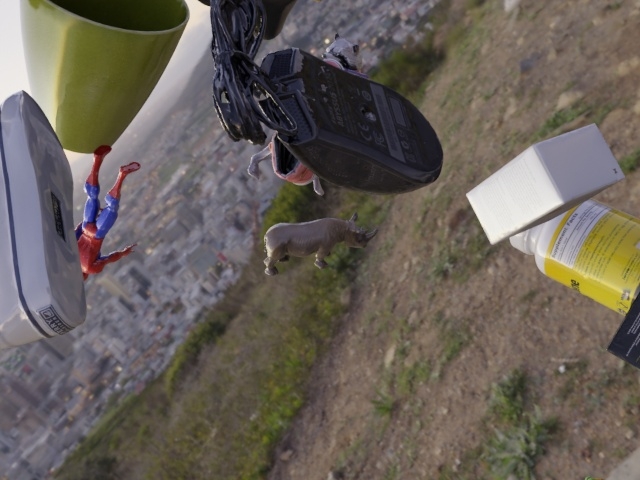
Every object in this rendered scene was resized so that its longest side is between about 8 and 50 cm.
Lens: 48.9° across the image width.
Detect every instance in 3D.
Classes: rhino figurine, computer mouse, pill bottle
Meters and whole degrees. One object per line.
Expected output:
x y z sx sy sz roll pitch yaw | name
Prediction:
0.000 0.000 1.431 0.243 0.106 0.073 -9 38 -4 | rhino figurine
0.002 -0.114 0.662 0.072 0.272 0.188 -39 45 37 | computer mouse
0.569 0.022 1.444 0.334 0.188 0.188 32 72 37 | pill bottle

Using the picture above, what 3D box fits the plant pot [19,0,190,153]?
-0.402 -0.310 1.241 0.275 0.275 0.293 -68 5 -54 | plant pot

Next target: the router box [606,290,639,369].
0.479 0.101 0.918 0.179 0.133 0.046 -63 -22 10 | router box

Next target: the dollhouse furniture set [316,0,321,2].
0.013 -0.591 1.485 0.123 0.151 0.144 -8 70 59 | dollhouse furniture set

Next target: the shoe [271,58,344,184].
-0.014 -0.161 0.940 0.081 0.063 0.178 -3 -69 -75 | shoe

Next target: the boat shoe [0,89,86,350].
-0.270 -0.024 0.618 0.088 0.096 0.267 -21 60 -1 | boat shoe

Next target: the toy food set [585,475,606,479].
0.360 0.409 0.996 0.218 0.071 0.128 -36 11 -26 | toy food set

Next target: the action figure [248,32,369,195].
-0.034 -0.270 1.425 0.330 0.341 0.178 -57 32 24 | action figure

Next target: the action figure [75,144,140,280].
-0.385 -0.044 1.279 0.280 0.091 0.139 -61 -5 27 | action figure

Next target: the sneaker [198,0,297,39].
-0.133 -0.410 1.253 0.222 0.083 0.118 -16 -31 -36 | sneaker

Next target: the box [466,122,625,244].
0.321 -0.079 1.019 0.130 0.091 0.170 -20 -12 -28 | box
